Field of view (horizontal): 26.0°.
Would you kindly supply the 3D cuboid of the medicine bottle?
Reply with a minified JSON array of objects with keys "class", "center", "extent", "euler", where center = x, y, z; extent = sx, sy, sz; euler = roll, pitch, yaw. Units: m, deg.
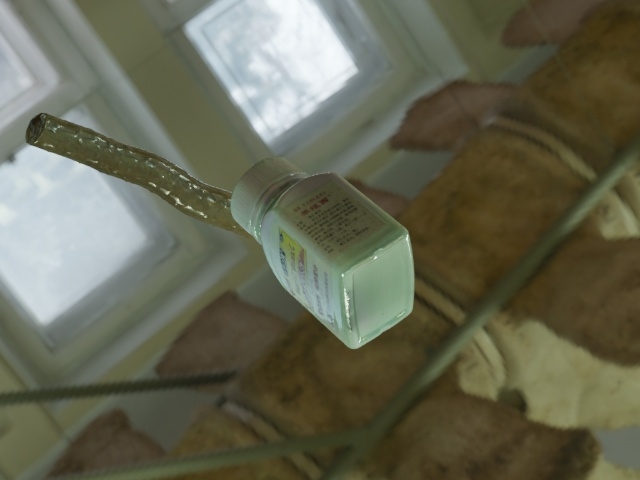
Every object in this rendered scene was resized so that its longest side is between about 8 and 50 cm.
[{"class":"medicine bottle","center":[0.000,0.000,0.828],"extent":[0.055,0.074,0.118],"euler":[-32,-129,-21]}]

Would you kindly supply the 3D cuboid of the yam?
[{"class":"yam","center":[-0.175,-0.065,1.475],"extent":[0.045,0.327,0.045],"euler":[-36,-128,29]}]
